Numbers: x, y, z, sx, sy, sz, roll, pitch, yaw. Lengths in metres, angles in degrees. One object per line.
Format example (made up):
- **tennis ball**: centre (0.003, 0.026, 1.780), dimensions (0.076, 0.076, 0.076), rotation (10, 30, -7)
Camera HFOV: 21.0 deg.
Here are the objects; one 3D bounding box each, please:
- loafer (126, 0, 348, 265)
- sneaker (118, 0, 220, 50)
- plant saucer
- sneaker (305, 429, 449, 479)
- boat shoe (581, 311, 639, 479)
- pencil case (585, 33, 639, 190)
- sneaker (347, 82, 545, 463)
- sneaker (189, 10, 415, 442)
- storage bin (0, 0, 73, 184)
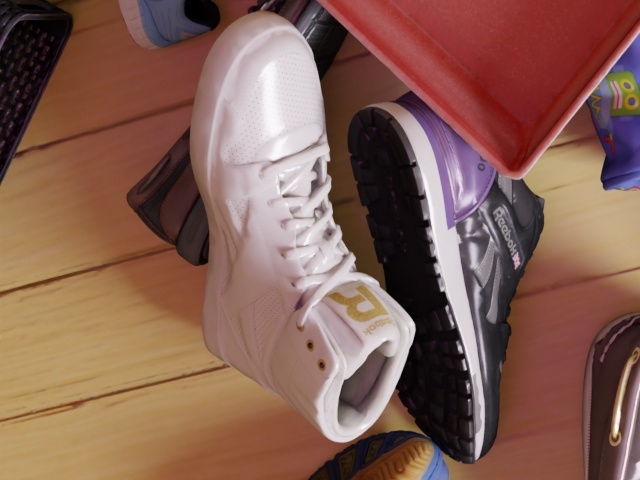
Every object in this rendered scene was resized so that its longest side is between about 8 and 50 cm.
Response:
- **loafer**: centre (-0.057, -0.111, 1.242), dimensions (0.084, 0.096, 0.267), rotation (33, 106, 14)
- **sneaker**: centre (-0.117, -0.205, 1.222), dimensions (0.073, 0.162, 0.063), rotation (-2, 52, 23)
- **plant saucer**: centre (0.114, -0.216, 1.097), dimensions (0.259, 0.048, 0.258), rotation (45, 120, 15)
- **sneaker**: centre (0.008, 0.269, 1.282), dimensions (0.131, 0.112, 0.296), rotation (39, 106, -13)
- **boat shoe**: centre (0.236, 0.211, 1.178), dimensions (0.117, 0.097, 0.324), rotation (-1, 88, -4)
- **pencil case**: centre (0.214, -0.184, 1.144), dimensions (0.119, 0.133, 0.306), rotation (-16, 95, -16)
- **sneaker**: centre (0.113, 0.022, 1.209), dimensions (0.124, 0.107, 0.283), rotation (-23, 119, -26)
- **sneaker**: centre (0.000, 0.000, 1.164), dimensions (0.169, 0.108, 0.292), rotation (36, 140, 38)
- **storage bin**: centre (-0.271, -0.106, 1.277), dimensions (0.084, 0.122, 0.180), rotation (28, 103, 9)
